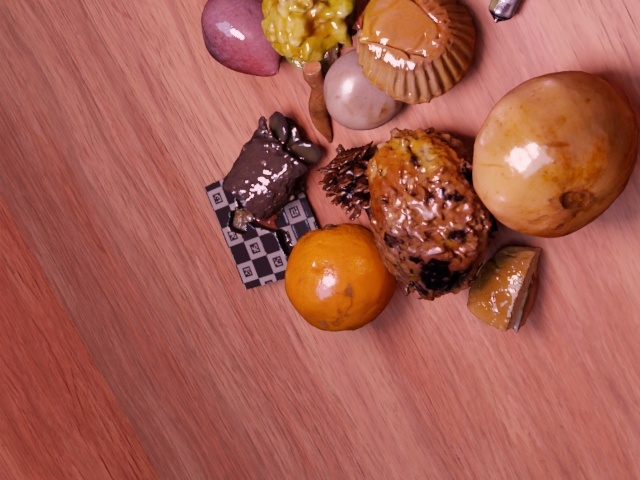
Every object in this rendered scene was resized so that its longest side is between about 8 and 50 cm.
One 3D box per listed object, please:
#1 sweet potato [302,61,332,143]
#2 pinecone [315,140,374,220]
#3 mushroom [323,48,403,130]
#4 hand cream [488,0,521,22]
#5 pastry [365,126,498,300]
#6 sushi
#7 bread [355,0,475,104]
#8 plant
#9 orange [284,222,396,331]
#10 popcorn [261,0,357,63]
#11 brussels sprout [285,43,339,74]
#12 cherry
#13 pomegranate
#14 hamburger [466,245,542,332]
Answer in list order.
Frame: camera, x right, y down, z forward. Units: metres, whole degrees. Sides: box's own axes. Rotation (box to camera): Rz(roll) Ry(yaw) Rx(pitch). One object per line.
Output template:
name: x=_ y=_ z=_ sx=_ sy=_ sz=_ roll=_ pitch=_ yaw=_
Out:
sweet potato: x=-0.001 y=-0.358 z=1.861 sx=0.067 sy=0.059 sz=0.281 roll=19 pitch=157 yaw=14
pinecone: x=0.102 y=-0.147 z=1.865 sx=0.212 sy=0.169 sz=0.185 roll=45 pitch=146 yaw=-23
mushroom: x=0.098 y=-0.381 z=1.751 sx=0.215 sy=0.207 sz=0.207 roll=-120 pitch=33 yaw=-48
hand cream: x=0.414 y=-0.560 z=1.471 sx=0.086 sy=0.055 sz=0.235 roll=33 pitch=122 yaw=20
pastry: x=0.260 y=-0.057 z=1.662 sx=0.292 sy=0.337 sz=0.405 roll=-9 pitch=109 yaw=2
sushi: x=-0.152 y=-0.057 z=2.191 sx=0.343 sy=0.064 sz=0.359 roll=-19 pitch=95 yaw=33
bread: x=0.206 y=-0.440 z=1.576 sx=0.274 sy=0.149 sz=0.274 roll=0 pitch=88 yaw=8
plant: x=-0.130 y=-0.200 z=1.986 sx=0.199 sy=0.188 sz=0.276 roll=40 pitch=94 yaw=14
orange: x=0.054 y=0.098 z=1.940 sx=0.312 sy=0.312 sz=0.312 roll=19 pitch=124 yaw=31
popcorn: x=-0.021 y=-0.546 z=1.639 sx=0.270 sy=0.224 sz=0.258 roll=-36 pitch=126 yaw=11
brussels sprout: x=-0.027 y=-0.495 z=1.819 sx=0.181 sy=0.139 sz=0.100 roll=53 pitch=-179 yaw=-25
cherry: x=-0.190 y=-0.545 z=1.874 sx=0.239 sy=0.206 sz=0.239 roll=18 pitch=161 yaw=6
pomegranate: x=0.462 y=-0.184 z=1.461 sx=0.338 sy=0.338 sz=0.338 roll=19 pitch=124 yaw=31
hamburger: x=0.444 y=0.104 z=1.738 sx=0.155 sy=0.135 sz=0.208 roll=26 pitch=125 yaw=25
